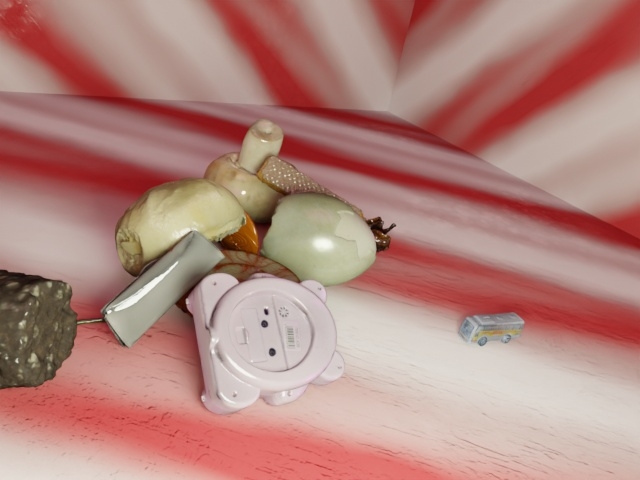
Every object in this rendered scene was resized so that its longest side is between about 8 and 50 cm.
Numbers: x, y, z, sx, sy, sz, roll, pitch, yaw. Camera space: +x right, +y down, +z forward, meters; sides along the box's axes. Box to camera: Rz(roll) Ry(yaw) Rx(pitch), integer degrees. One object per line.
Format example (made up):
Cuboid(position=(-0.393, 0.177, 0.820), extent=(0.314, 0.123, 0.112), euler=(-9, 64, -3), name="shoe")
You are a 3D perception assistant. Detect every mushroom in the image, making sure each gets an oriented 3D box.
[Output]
Cuboid(position=(-0.232, -0.204, 1.955), extent=(0.353, 0.353, 0.325), euler=(18, 59, 11), name="mushroom")

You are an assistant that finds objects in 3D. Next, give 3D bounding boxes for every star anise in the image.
Cuboid(position=(0.129, 0.009, 1.856), extent=(0.220, 0.125, 0.190), euler=(6, 35, 18), name="star anise")

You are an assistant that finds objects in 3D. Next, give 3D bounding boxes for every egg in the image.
Cuboid(position=(0.000, 0.000, 1.638), extent=(0.336, 0.278, 0.278), euler=(13, 26, -1), name="egg")

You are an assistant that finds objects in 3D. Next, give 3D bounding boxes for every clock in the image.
Cuboid(position=(-0.114, 0.211, 1.218), extent=(0.322, 0.113, 0.295), euler=(0, 64, -33), name="clock")

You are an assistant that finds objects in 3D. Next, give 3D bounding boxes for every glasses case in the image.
Cuboid(position=(-0.373, 0.100, 1.291), extent=(0.083, 0.128, 0.308), euler=(26, 61, 41), name="glasses case")

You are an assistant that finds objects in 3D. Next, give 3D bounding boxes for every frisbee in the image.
Cuboid(position=(-0.257, -0.016, 1.656), extent=(0.192, 0.192, 0.035), euler=(31, 37, 33), name="frisbee")

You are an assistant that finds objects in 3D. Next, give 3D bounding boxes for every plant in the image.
Cuboid(position=(-0.662, 0.170, 1.087), extent=(0.313, 0.213, 0.215), euler=(5, 27, 8), name="plant")

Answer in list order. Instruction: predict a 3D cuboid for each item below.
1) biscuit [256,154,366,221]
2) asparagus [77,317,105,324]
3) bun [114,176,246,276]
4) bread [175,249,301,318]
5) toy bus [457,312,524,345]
Cuboid(position=(-0.030, -0.143, 1.801), extent=(0.379, 0.094, 0.054), euler=(33, -15, 6), name="biscuit")
Cuboid(position=(-0.574, 0.193, 1.295), extent=(0.163, 0.016, 0.016), euler=(-5, 50, -33), name="asparagus")
Cuboid(position=(-0.385, -0.055, 1.482), extent=(0.364, 0.202, 0.364), euler=(-26, 1, 0), name="bun")
Cuboid(position=(-0.206, 0.140, 1.452), extent=(0.328, 0.114, 0.295), euler=(25, 29, 28), name="bread")
Cuboid(position=(0.488, 0.250, 1.580), extent=(0.191, 0.075, 0.064), euler=(0, 29, -25), name="toy bus")
